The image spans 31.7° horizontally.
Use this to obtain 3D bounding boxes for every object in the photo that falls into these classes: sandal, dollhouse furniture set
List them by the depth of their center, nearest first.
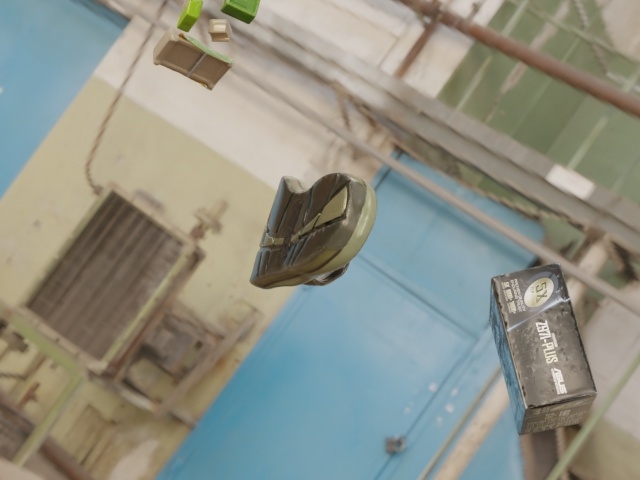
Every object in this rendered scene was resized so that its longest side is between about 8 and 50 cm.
[{"bbox_3d":[0.000,0.001,1.099,0.086,0.120,0.303,19,-5,-17],"label":"sandal"},{"bbox_3d":[-0.111,-0.223,1.156,0.076,0.058,0.152,21,-29,-21],"label":"dollhouse furniture set"}]

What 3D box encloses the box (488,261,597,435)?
[{"bbox_3d":[0.240,0.124,1.239,0.180,0.078,0.147,68,10,-69],"label":"box"}]
